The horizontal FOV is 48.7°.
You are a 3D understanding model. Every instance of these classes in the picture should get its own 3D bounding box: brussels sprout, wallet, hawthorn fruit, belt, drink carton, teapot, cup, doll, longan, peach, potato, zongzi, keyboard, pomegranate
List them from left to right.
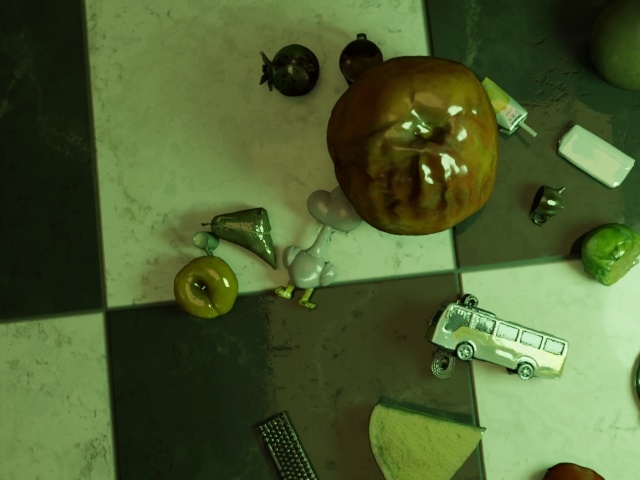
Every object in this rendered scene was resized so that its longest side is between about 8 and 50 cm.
[{"bbox_3d":[-0.319,0.010,1.952,0.054,0.083,0.075,11,89,9],"label":"cup"},{"bbox_3d":[-0.311,0.130,1.929,0.179,0.103,0.179,1,98,8],"label":"peach"},{"bbox_3d":[-0.221,0.010,1.928,0.188,0.081,0.178,-11,88,-5],"label":"zongzi"},{"bbox_3d":[-0.089,-0.462,1.930,0.169,0.148,0.149,0,85,16],"label":"pomegranate"},{"bbox_3d":[-0.066,0.616,1.891,0.100,0.018,0.310,-27,81,7],"label":"keyboard"},{"bbox_3d":[0.000,0.000,1.895,0.160,0.094,0.365,25,90,13],"label":"doll"},{"bbox_3d":[0.123,-0.473,1.891,0.113,0.138,0.150,26,90,10],"label":"cup"},{"bbox_3d":[0.219,-0.226,1.710,0.471,0.472,0.472,-1,85,9],"label":"hawthorn fruit"},{"bbox_3d":[0.242,0.502,1.805,0.255,0.112,0.269,39,89,14],"label":"potato"},{"bbox_3d":[0.343,0.245,1.837,0.071,0.053,0.232,20,89,11],"label":"belt"},{"bbox_3d":[0.486,-0.335,1.851,0.200,0.074,0.084,45,94,9],"label":"drink carton"},{"bbox_3d":[0.587,-0.090,1.818,0.068,0.076,0.121,20,116,2],"label":"teapot"},{"bbox_3d":[0.611,0.633,1.685,0.185,0.202,0.185,1,94,9],"label":"hawthorn fruit"},{"bbox_3d":[0.706,-0.218,1.827,0.190,0.033,0.095,34,90,10],"label":"wallet"},{"bbox_3d":[0.714,0.026,1.760,0.122,0.151,0.149,52,123,38],"label":"brussels sprout"},{"bbox_3d":[0.792,-0.490,1.737,0.257,0.258,0.258,-1,85,9],"label":"longan"}]

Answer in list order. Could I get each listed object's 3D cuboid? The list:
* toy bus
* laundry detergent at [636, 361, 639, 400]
[{"bbox_3d":[0.440,0.256,1.765,0.342,0.097,0.138,19,88,-2],"label":"toy bus"},{"bbox_3d":[0.842,0.355,1.741,0.137,0.063,0.211,25,92,13],"label":"laundry detergent"}]
